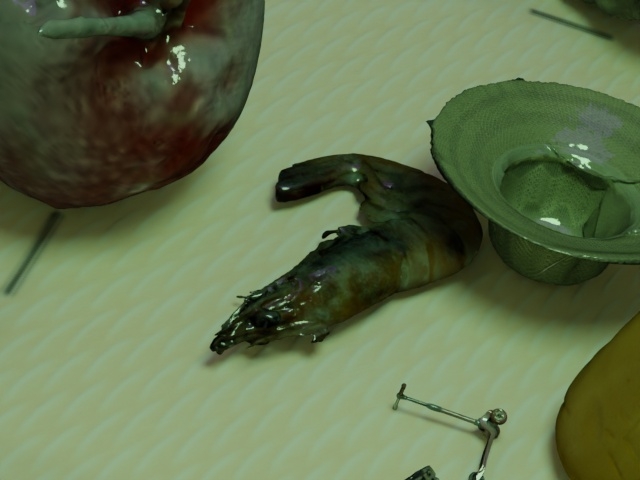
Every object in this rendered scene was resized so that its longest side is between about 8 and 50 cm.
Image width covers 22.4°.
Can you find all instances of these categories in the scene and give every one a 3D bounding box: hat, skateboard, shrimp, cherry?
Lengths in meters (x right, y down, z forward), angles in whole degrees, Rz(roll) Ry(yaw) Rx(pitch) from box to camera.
[{"bbox_3d":[0.197,-0.022,1.331,0.252,0.110,0.252,9,37,-7],"label":"hat"},{"bbox_3d":[0.091,0.143,1.202,0.083,0.032,0.063,21,55,4],"label":"skateboard"},{"bbox_3d":[0.000,0.000,1.305,0.296,0.058,0.169,-23,49,-37],"label":"shrimp"},{"bbox_3d":[-0.200,-0.202,1.256,0.291,0.326,0.335,-20,53,-40],"label":"cherry"}]

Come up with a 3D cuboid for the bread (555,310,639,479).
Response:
[{"bbox_3d":[0.283,0.074,1.132,0.091,0.305,0.142,12,39,-41],"label":"bread"}]

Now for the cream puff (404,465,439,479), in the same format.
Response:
[{"bbox_3d":[0.059,0.226,1.010,0.183,0.169,0.183,6,46,-6],"label":"cream puff"}]

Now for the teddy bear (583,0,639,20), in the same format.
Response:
[{"bbox_3d":[0.368,-0.368,1.650,0.368,0.224,0.357,-16,66,-29],"label":"teddy bear"}]
